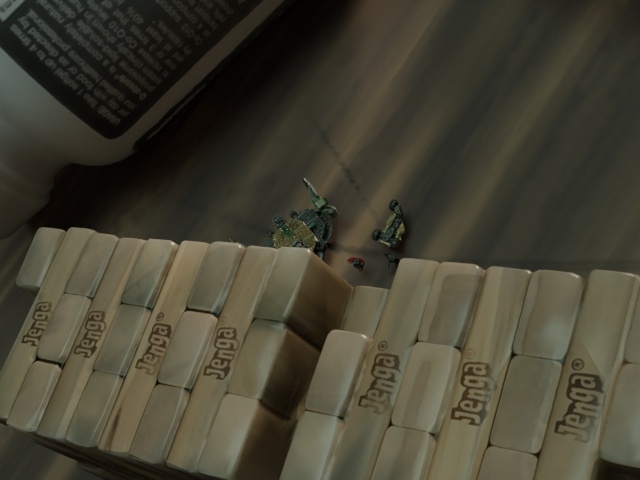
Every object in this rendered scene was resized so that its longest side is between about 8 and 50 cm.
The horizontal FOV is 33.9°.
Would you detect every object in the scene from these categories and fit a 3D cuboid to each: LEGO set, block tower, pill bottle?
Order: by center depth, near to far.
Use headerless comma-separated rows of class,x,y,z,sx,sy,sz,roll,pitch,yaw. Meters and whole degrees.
block tower,0.020,0.062,0.384,0.335,0.091,0.097,5,66,36
LEGO set,0.001,0.002,0.483,0.083,0.023,0.054,15,74,25
pill bottle,-0.114,-0.141,0.548,0.278,0.162,0.162,-42,48,4
